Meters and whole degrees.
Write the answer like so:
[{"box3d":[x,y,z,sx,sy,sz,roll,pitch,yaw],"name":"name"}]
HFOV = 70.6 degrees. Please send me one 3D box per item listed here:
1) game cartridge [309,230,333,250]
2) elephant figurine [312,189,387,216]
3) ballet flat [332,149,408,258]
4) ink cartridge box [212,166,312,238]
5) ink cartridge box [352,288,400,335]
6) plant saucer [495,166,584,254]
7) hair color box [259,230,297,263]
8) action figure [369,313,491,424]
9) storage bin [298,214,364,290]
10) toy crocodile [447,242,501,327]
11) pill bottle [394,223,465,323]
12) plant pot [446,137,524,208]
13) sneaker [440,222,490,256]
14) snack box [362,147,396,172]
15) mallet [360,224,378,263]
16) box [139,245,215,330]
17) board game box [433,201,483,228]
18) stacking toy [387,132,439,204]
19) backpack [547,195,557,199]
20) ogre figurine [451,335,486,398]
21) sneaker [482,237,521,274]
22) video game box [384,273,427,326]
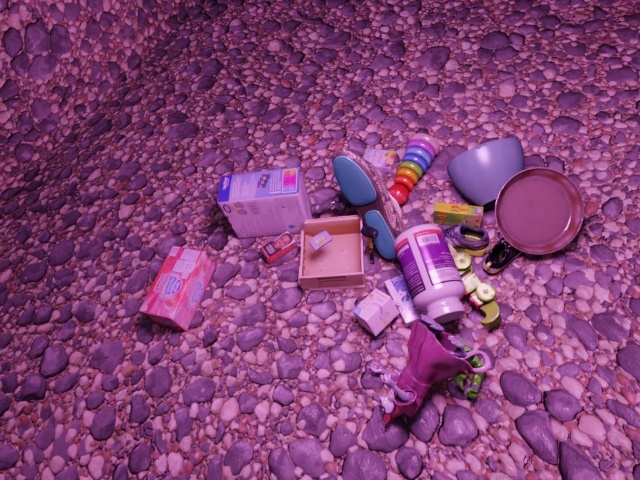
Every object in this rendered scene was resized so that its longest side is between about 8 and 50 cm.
[{"box3d":[0.000,0.000,1.739,0.083,0.017,0.056,-34,54,-9],"name":"game cartridge"},{"box3d":[0.118,-0.167,1.894,0.186,0.239,0.169,43,43,-6],"name":"elephant figurine"},{"box3d":[0.207,-0.155,1.718,0.164,0.483,0.182,-13,27,44],"name":"ballet flat"},{"box3d":[-0.251,-0.147,1.878,0.395,0.270,0.151,-7,56,8],"name":"ink cartridge box"},{"box3d":[0.205,0.250,1.623,0.143,0.090,0.092,-42,33,-14],"name":"ink cartridge box"},{"box3d":[0.780,-0.106,1.630,0.310,0.050,0.311,0,93,3],"name":"plant saucer"},{"box3d":[-0.175,0.029,1.887,0.141,0.043,0.072,-33,57,-10],"name":"hair color box"},{"box3d":[0.314,0.439,1.445,0.275,0.248,0.370,25,99,0],"name":"action figure"},{"box3d":[0.044,0.050,1.780,0.260,0.123,0.262,-4,58,9],"name":"storage bin"},{"box3d":[0.528,0.151,1.610,0.105,0.115,0.341,-33,62,4],"name":"toy crocodile"},{"box3d":[0.383,0.117,1.567,0.181,0.181,0.323,-16,64,2],"name":"pill bottle"},{"box3d":[0.661,-0.236,1.754,0.290,0.290,0.196,-14,75,3],"name":"plant pot"},{"box3d":[0.498,-0.020,1.725,0.299,0.121,0.111,3,59,14],"name":"sneaker"},{"box3d":[0.263,-0.362,2.039,0.141,0.037,0.100,10,60,18],"name":"snack box"},{"box3d":[0.200,0.023,1.720,0.062,0.190,0.039,18,51,37],"name":"mallet"},{"box3d":[-0.564,0.189,1.813,0.154,0.142,0.300,9,61,17],"name":"box"},{"box3d":[0.541,-0.098,1.783,0.181,0.092,0.043,8,59,17],"name":"board game box"},{"box3d":[0.383,-0.291,1.929,0.141,0.141,0.330,22,73,24],"name":"stacking toy"},{"box3d":[0.841,-0.167,1.734,0.165,0.144,0.188,25,73,19],"name":"backpack"},{"box3d":[0.465,0.407,1.485,0.118,0.097,0.197,-41,47,-1],"name":"ogre figurine"},{"box3d":[0.688,0.032,1.666,0.084,0.097,0.235,35,71,28],"name":"sneaker"},{"box3d":[0.365,0.195,1.666,0.205,0.048,0.187,-23,60,-3],"name":"video game box"}]
